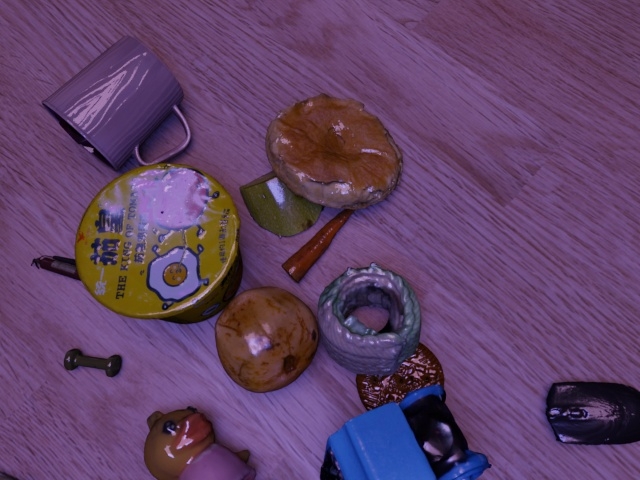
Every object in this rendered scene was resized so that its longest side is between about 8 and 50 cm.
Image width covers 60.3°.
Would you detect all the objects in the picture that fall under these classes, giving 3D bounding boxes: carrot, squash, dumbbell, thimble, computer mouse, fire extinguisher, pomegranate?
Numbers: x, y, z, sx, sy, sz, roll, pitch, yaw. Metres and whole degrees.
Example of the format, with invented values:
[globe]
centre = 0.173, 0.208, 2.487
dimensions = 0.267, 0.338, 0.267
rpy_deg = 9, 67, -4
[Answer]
[carrot]
centre = 0.000, 0.000, 1.275
dimensions = 0.057, 0.057, 0.224
rpy_deg = 38, 74, 15
[squash]
centre = -0.083, -0.109, 1.300
dimensions = 0.191, 0.085, 0.184
rpy_deg = -29, 70, -5
[dumbbell]
centre = -0.498, 0.267, 1.208
dimensions = 0.117, 0.052, 0.046
rpy_deg = 7, 98, 7
[thimble]
centre = 0.102, 0.166, 1.135
dimensions = 0.218, 0.150, 0.219
rpy_deg = -2, 55, 4
[computer mouse]
centre = 0.561, 0.344, 1.099
dimensions = 0.217, 0.073, 0.122
rpy_deg = -1, 70, 5
[fire extinguisher]
centre = -0.602, 0.061, 1.300
dimensions = 0.173, 0.035, 0.049
rpy_deg = 16, 75, 6
[pomegranate]
centre = -0.117, 0.199, 1.138
dimensions = 0.215, 0.215, 0.216
rpy_deg = -1, 70, 3

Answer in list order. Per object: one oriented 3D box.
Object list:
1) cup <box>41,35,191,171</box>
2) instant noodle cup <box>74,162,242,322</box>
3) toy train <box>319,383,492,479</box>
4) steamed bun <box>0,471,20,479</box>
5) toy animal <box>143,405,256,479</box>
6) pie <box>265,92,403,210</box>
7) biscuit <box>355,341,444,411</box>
[cup]
centre = -0.473, -0.315, 1.336
dimensions = 0.288, 0.208, 0.273
rpy_deg = 36, 75, 16
[instant noodle cup]
centre = -0.308, 0.034, 1.172
dimensions = 0.325, 0.254, 0.326
rpy_deg = -1, 69, 3
[toy train]
centre = 0.134, 0.410, 0.988
dimensions = 0.264, 0.300, 0.188
rpy_deg = -17, 55, -17
[steamed bun]
centre = -0.671, 0.565, 1.030
dimensions = 0.290, 0.274, 0.273
rpy_deg = 8, 55, 3
[toy animal]
centre = -0.239, 0.440, 1.078
dimensions = 0.281, 0.195, 0.169
rpy_deg = 48, 119, 14
[pie]
centre = 0.033, -0.213, 1.294
dimensions = 0.339, 0.083, 0.340
rpy_deg = 7, 58, -11
[biscuit]
centre = 0.168, 0.296, 1.166
dimensions = 0.187, 0.027, 0.188
rpy_deg = -1, 71, 4
